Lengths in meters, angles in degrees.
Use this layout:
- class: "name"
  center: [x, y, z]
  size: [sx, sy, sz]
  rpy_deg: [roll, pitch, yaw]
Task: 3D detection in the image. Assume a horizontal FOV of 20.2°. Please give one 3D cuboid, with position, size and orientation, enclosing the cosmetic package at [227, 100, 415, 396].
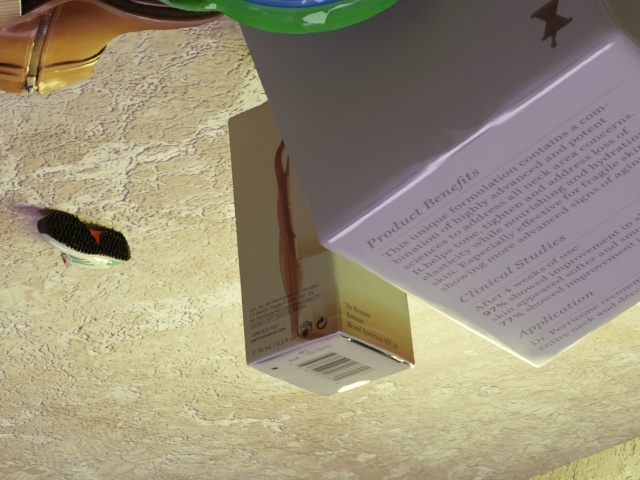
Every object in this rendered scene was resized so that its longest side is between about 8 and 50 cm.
- class: "cosmetic package"
  center: [0.000, 0.000, 1.938]
  size: [0.129, 0.296, 0.153]
  rpy_deg: [-22, 152, 30]

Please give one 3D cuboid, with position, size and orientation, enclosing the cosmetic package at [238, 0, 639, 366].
- class: "cosmetic package"
  center: [0.186, -0.139, 1.736]
  size: [0.329, 0.327, 0.394]
  rpy_deg: [-35, 143, 20]

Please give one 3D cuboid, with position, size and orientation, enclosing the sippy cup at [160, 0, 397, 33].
- class: "sippy cup"
  center: [-0.022, -0.331, 1.503]
  size: [0.240, 0.305, 0.224]
  rpy_deg: [16, 151, 18]

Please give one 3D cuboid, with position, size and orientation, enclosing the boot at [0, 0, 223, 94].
- class: "boot"
  center: [-0.234, -0.214, 1.821]
  size: [0.283, 0.109, 0.220]
  rpy_deg: [-2, 155, -7]

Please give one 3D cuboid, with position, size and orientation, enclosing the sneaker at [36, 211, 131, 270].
- class: "sneaker"
  center: [-0.328, 0.011, 2.386]
  size: [0.075, 0.057, 0.161]
  rpy_deg: [-29, 153, 29]
